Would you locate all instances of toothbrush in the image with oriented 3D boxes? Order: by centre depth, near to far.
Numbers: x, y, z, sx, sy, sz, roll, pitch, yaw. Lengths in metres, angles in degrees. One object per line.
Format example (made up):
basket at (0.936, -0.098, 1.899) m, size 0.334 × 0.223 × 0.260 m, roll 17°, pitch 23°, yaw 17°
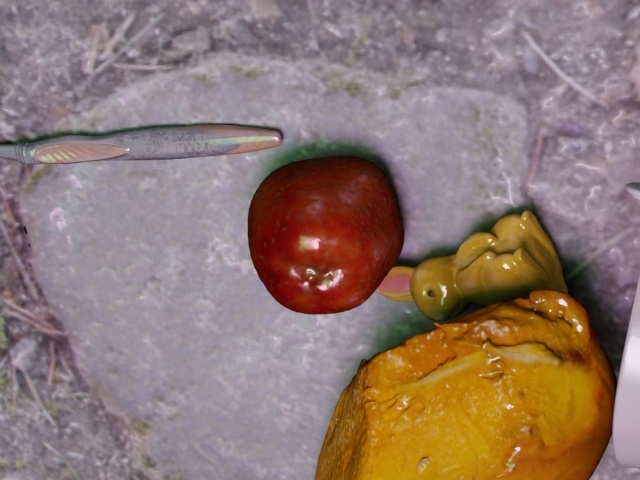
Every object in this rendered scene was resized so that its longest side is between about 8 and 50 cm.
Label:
toothbrush at (-0.211, -0.079, 1.647) m, size 0.375 × 0.037 × 0.028 m, roll -3°, pitch 112°, yaw 16°

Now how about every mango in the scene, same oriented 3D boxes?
mango at (0.098, 0.174, 1.540) m, size 0.199 × 0.201 × 0.350 m, roll 40°, pitch 139°, yaw -2°

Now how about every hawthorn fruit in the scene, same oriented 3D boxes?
hawthorn fruit at (0.000, 0.000, 1.547) m, size 0.133 × 0.138 × 0.132 m, roll 5°, pitch 110°, yaw 13°

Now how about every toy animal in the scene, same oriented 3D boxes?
toy animal at (0.118, 0.036, 1.565) m, size 0.159 × 0.070 × 0.083 m, roll -16°, pitch 129°, yaw 27°

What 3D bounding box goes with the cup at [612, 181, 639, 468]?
cup at (0.353, 0.096, 1.442) m, size 0.258 × 0.219 × 0.289 m, roll 6°, pitch 142°, yaw 16°
